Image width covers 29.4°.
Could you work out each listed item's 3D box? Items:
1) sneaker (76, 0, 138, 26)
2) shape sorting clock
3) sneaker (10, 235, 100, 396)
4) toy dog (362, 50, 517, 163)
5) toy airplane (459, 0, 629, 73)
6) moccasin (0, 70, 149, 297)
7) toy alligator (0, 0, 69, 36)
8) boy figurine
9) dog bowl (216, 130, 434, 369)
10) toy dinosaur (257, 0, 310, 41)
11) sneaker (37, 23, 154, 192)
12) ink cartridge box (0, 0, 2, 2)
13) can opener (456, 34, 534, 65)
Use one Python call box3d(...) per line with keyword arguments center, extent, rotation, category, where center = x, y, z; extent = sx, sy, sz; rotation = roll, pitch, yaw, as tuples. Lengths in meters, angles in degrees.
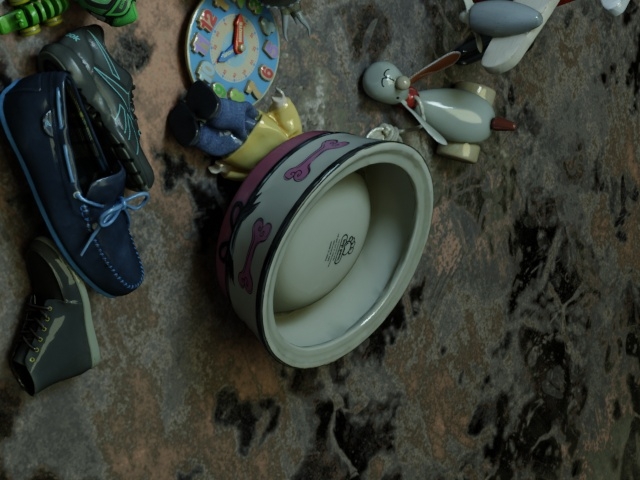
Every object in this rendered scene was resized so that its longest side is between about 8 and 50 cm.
box3d(center=(-0.234, -0.443, 1.767), extent=(0.146, 0.134, 0.343), rotation=(47, 69, -20), category="sneaker")
box3d(center=(-0.137, -0.310, 1.966), extent=(0.206, 0.040, 0.206), rotation=(-8, 102, -44), category="shape sorting clock")
box3d(center=(-0.396, 0.111, 1.742), extent=(0.118, 0.083, 0.222), rotation=(-32, 118, -37), category="sneaker")
box3d(center=(0.237, -0.240, 2.263), extent=(0.334, 0.161, 0.220), rotation=(-11, 103, -43), category="toy dog")
box3d(center=(0.406, -0.508, 2.185), extent=(0.272, 0.384, 0.386), rotation=(37, 28, -22), category="toy airplane")
box3d(center=(-0.328, -0.073, 1.706), extent=(0.342, 0.117, 0.137), rotation=(63, 20, -22), category="moccasin")
box3d(center=(-0.409, -0.310, 1.687), extent=(0.190, 0.051, 0.056), rotation=(-34, 118, -36), category="toy alligator")
box3d(center=(-0.101, -0.170, 1.971), extent=(0.285, 0.092, 0.177), rotation=(16, 119, -47), category="boy figurine")
box3d(center=(0.000, 0.000, 1.999), extent=(0.408, 0.150, 0.408), rotation=(-31, 137, -35), category="dog bowl")
box3d(center=(-0.121, -0.436, 1.881), extent=(0.314, 0.121, 0.160), rotation=(12, 65, -40), category="toy dinosaur")
box3d(center=(-0.301, -0.190, 1.780), extent=(0.106, 0.101, 0.267), rotation=(-49, 128, -33), category="sneaker")
box3d(center=(-0.358, -0.480, 1.622), extent=(0.066, 0.261, 0.296), rotation=(38, 59, 1), category="ink cartridge box")
box3d(center=(0.339, -0.390, 2.417), extent=(0.186, 0.073, 0.059), rotation=(-18, 117, -32), category="can opener")
